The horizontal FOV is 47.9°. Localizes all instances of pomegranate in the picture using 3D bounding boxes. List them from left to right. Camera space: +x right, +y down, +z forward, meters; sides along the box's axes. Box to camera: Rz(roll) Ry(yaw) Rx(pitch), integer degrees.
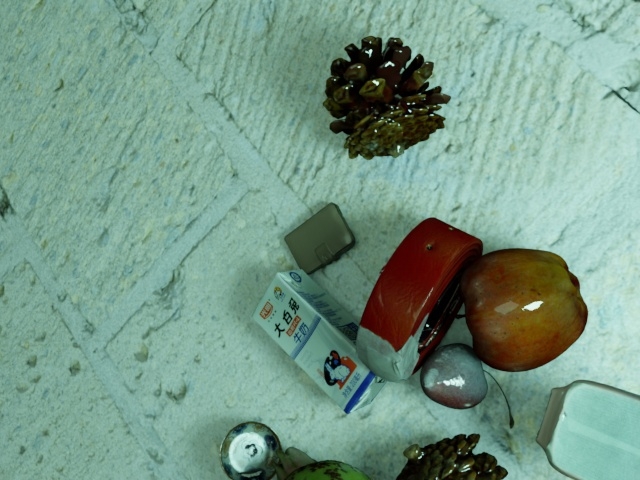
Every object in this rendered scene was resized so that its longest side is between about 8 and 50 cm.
[{"bbox_3d":[-0.004,0.547,1.432,0.285,0.285,0.341,-59,31,8],"label":"pomegranate"}]

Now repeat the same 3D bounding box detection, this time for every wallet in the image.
[{"bbox_3d":[0.000,0.000,1.602,0.153,0.039,0.118,-33,70,23],"label":"wallet"}]

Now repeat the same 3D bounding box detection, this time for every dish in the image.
[{"bbox_3d":[-0.160,0.473,1.602,0.141,0.078,0.141,4,76,-15],"label":"dish"}]

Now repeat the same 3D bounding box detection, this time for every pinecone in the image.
[{"bbox_3d":[0.118,-0.295,1.468,0.264,0.264,0.264,-4,81,26],"label":"pinecone"},{"bbox_3d":[0.252,0.478,1.317,0.224,0.224,0.272,-44,87,15],"label":"pinecone"}]

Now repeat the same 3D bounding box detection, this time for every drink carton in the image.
[{"bbox_3d":[0.006,0.206,1.526,0.315,0.107,0.130,42,112,25],"label":"drink carton"}]

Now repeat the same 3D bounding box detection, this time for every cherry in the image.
[{"bbox_3d":[0.266,0.290,1.376,0.115,0.148,0.188,-26,72,30],"label":"cherry"}]

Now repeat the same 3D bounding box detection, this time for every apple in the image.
[{"bbox_3d":[0.359,0.118,1.309,0.234,0.234,0.234,-4,81,26],"label":"apple"}]

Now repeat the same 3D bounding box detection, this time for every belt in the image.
[{"bbox_3d":[0.185,0.113,1.380,0.115,0.227,0.323,27,79,29],"label":"belt"}]

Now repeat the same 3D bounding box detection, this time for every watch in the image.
[{"bbox_3d":[0.503,0.329,1.193,0.253,0.241,0.161,19,88,26],"label":"watch"}]
